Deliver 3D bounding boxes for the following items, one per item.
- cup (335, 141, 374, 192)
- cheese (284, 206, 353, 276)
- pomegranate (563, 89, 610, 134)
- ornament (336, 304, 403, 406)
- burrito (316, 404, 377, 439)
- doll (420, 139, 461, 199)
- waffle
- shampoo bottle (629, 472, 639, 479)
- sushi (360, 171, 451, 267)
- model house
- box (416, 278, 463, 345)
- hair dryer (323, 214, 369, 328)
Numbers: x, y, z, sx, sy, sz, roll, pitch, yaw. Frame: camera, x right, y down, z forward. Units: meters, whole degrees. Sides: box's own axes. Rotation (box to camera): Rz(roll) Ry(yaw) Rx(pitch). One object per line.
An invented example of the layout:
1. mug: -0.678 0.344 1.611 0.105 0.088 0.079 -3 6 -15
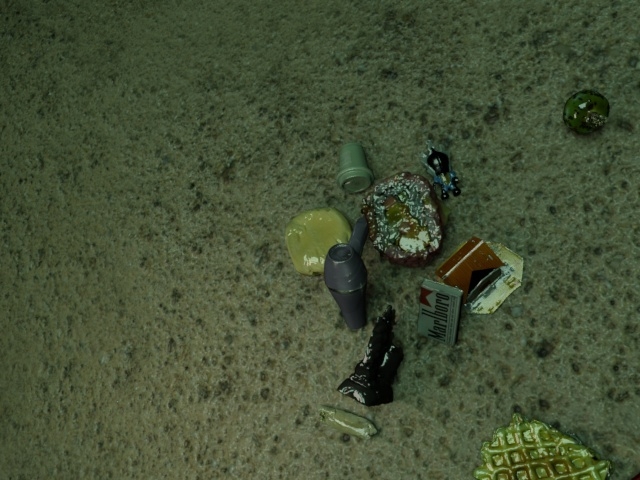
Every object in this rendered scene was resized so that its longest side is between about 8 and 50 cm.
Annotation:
1. cup: 0.101 -0.231 1.826 0.120 0.120 0.141 -18 59 16
2. cheese: 0.000 0.000 1.795 0.214 0.117 0.226 -16 64 11
3. pomegranate: 0.735 -0.346 1.587 0.122 0.122 0.161 -27 26 12
4. ornament: 0.160 0.303 1.570 0.106 0.251 0.260 15 88 26
5. burrito: 0.072 0.517 1.645 0.188 0.045 0.058 13 87 23
6. doll: 0.358 -0.219 1.740 0.096 0.070 0.195 -19 74 -1
7. waffle: 0.537 0.597 1.420 0.317 0.073 0.297 25 79 33
8. shampoo bottle: 0.829 0.528 1.323 0.260 0.064 0.102 -42 63 6
9. sushi: 0.260 -0.054 1.674 0.236 0.171 0.270 -21 70 15
10. model house: 0.432 0.074 1.583 0.219 0.136 0.207 -43 62 5
11. box: 0.324 0.199 1.582 0.115 0.178 0.036 17 38 27
12. hair dryer: 0.116 0.049 1.698 0.121 0.301 0.361 6 48 20
